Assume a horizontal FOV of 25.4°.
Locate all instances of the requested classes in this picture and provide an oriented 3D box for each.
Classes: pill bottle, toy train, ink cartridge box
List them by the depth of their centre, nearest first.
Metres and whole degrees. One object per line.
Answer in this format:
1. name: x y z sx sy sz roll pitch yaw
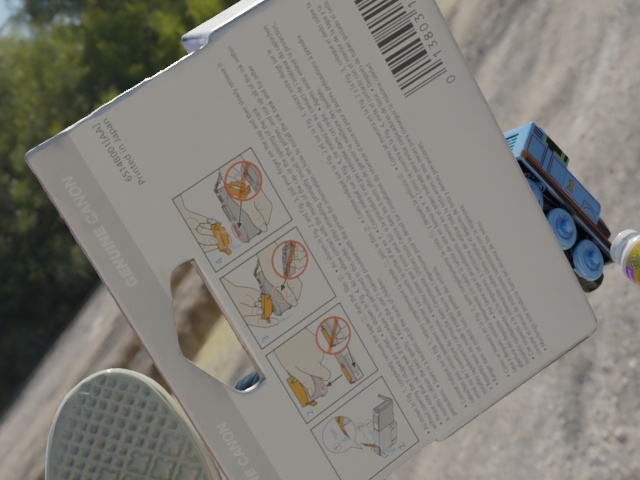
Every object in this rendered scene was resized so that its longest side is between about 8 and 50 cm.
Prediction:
1. ink cartridge box: 0.000 0.000 0.868 0.261 0.296 0.066 -34 17 -14
2. pill bottle: 0.269 0.021 1.125 0.043 0.043 0.083 -52 39 0
3. toy train: 0.228 -0.028 1.423 0.080 0.184 0.105 -20 35 47

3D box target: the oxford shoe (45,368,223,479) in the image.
1. oxford shoe: -0.121 0.330 1.282 0.169 0.449 0.130 -28 -12 2

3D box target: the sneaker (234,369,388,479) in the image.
1. sneaker: -0.013 0.256 1.447 0.146 0.293 0.102 -5 15 42
